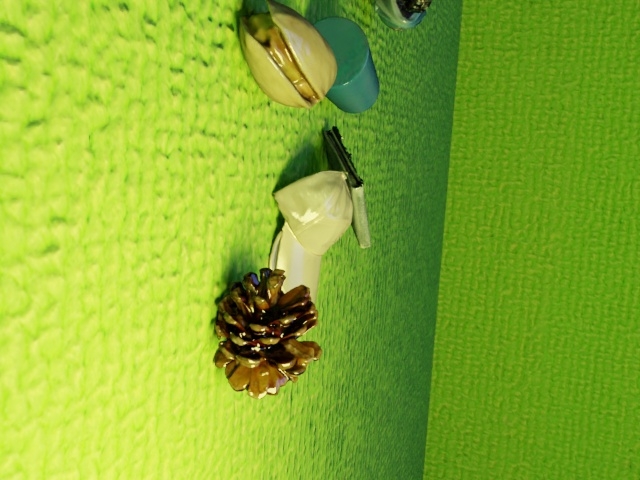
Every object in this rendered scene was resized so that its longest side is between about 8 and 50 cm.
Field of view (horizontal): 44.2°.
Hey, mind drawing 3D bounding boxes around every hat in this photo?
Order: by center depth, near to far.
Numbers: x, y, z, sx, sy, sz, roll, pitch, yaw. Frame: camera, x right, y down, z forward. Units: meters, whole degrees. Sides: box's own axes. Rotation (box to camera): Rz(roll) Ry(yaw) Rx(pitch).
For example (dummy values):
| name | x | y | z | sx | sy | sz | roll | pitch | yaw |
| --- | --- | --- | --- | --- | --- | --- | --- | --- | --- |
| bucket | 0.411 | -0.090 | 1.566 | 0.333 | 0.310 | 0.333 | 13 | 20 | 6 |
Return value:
| name | x | y | z | sx | sy | sz | roll | pitch | yaw |
| --- | --- | --- | --- | --- | --- | --- | --- | --- | --- |
| hat | 0.000 | 0.000 | 1.448 | 0.219 | 0.164 | 0.226 | 6 | 68 | -72 |

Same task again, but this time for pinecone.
| name | x | y | z | sx | sy | sz | roll | pitch | yaw |
| --- | --- | --- | --- | --- | --- | --- | --- | --- | --- |
| pinecone | -0.079 | 0.135 | 1.206 | 0.179 | 0.150 | 0.195 | -48 | 138 | -54 |

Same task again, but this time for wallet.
| name | x | y | z | sx | sy | sz | roll | pitch | yaw |
| --- | --- | --- | --- | --- | --- | --- | --- | --- | --- |
| wallet | 0.053 | -0.110 | 1.587 | 0.222 | 0.036 | 0.167 | -110 | -173 | -47 |

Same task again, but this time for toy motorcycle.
| name | x | y | z | sx | sy | sz | roll | pitch | yaw |
| --- | --- | --- | --- | --- | --- | --- | --- | --- | --- |
| toy motorcycle | 0.198 | -0.658 | 1.838 | 0.232 | 0.172 | 0.416 | 119 | -28 | -55 |

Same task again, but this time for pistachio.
| name | x | y | z | sx | sy | sz | roll | pitch | yaw |
| --- | --- | --- | --- | --- | --- | --- | --- | --- | --- |
| pistachio | -0.050 | -0.281 | 1.213 | 0.152 | 0.126 | 0.223 | 65 | 13 | 20 |

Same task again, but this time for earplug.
| name | x | y | z | sx | sy | sz | roll | pitch | yaw |
| --- | --- | --- | --- | --- | --- | --- | --- | --- | --- |
| earplug | 0.050 | -0.322 | 1.530 | 0.273 | 0.132 | 0.132 | 25 | 72 | -76 |
